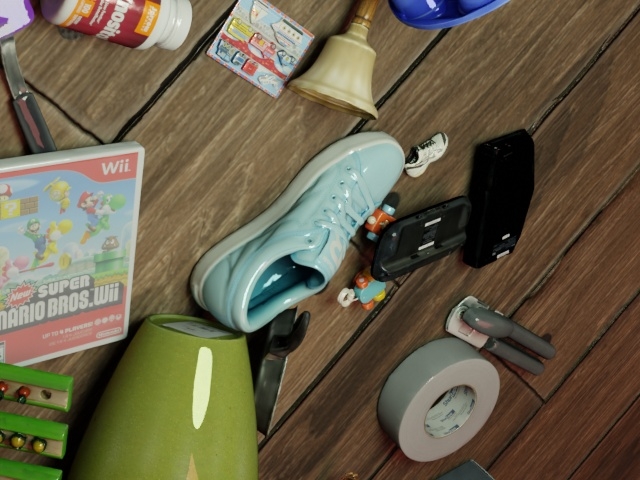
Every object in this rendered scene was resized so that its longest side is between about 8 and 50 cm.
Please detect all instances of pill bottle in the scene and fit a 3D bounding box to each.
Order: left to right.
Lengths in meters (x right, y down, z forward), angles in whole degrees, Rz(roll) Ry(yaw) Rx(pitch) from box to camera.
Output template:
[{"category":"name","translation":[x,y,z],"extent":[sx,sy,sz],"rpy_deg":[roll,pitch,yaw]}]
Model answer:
[{"category":"pill bottle","translation":[-0.222,-0.261,1.078],"extent":[0.152,0.086,0.086],"rpy_deg":[10,109,-40]}]

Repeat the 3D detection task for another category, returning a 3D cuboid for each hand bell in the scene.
[{"category":"hand bell","translation":[0.056,-0.291,1.273],"extent":[0.126,0.126,0.242],"rpy_deg":[19,92,-42]}]

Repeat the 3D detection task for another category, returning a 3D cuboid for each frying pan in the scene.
[{"category":"frying pan","translation":[-0.064,0.184,1.353],"extent":[0.053,0.326,0.197],"rpy_deg":[13,87,-1]}]

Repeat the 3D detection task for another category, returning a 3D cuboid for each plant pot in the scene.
[{"category":"plant pot","translation":[-0.196,0.256,1.318],"extent":[0.275,0.275,0.293],"rpy_deg":[7,96,-39]}]

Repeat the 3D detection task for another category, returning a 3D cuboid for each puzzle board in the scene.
[{"category":"puzzle board","translation":[-0.074,-0.249,1.247],"extent":[0.128,0.011,0.096],"rpy_deg":[27,98,-44]}]

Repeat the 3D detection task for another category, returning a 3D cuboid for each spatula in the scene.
[{"category":"spatula","translation":[-0.334,-0.177,1.081],"extent":[0.084,0.030,0.296],"rpy_deg":[-32,134,-24]}]

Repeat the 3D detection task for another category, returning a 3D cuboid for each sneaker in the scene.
[{"category":"sneaker","translation":[0.000,0.000,1.355],"extent":[0.366,0.150,0.135],"rpy_deg":[-42,134,-8]},{"category":"sneaker","translation":[0.158,-0.133,1.473],"extent":[0.083,0.032,0.037],"rpy_deg":[-49,134,-3]}]

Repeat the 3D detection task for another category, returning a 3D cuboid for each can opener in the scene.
[{"category":"can opener","translation":[0.334,0.181,1.747],"extent":[0.283,0.095,0.076],"rpy_deg":[29,98,-37]}]

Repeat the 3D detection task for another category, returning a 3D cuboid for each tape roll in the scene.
[{"category":"tape roll","translation":[0.209,0.281,1.726],"extent":[0.219,0.072,0.219],"rpy_deg":[-18,127,-26]}]

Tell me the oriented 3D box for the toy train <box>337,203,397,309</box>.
[{"category":"toy train","translation":[0.076,0.023,1.494],"extent":[0.125,0.046,0.166],"rpy_deg":[18,101,-48]}]

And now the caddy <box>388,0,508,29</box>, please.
[{"category":"caddy","translation":[0.192,-0.404,1.174],"extent":[0.179,0.241,0.341],"rpy_deg":[46,66,-36]}]

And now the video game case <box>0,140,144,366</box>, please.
[{"category":"video game case","translation":[-0.319,0.023,1.193],"extent":[0.204,0.025,0.285],"rpy_deg":[-13,127,-37]}]

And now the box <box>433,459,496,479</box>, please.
[{"category":"box","translation":[0.214,0.649,1.884],"extent":[0.343,0.179,0.312],"rpy_deg":[-22,128,-25]}]

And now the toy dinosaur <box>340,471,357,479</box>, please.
[{"category":"toy dinosaur","translation":[-0.053,0.526,1.668],"extent":[0.218,0.164,0.322],"rpy_deg":[28,80,-58]}]

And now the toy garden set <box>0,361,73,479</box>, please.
[{"category":"toy garden set","translation":[-0.420,0.264,1.198],"extent":[0.204,0.049,0.244],"rpy_deg":[11,110,0]}]

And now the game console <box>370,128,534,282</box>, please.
[{"category":"game console","translation":[0.215,-0.039,1.528],"extent":[0.361,0.044,0.213],"rpy_deg":[-21,127,-39]}]
